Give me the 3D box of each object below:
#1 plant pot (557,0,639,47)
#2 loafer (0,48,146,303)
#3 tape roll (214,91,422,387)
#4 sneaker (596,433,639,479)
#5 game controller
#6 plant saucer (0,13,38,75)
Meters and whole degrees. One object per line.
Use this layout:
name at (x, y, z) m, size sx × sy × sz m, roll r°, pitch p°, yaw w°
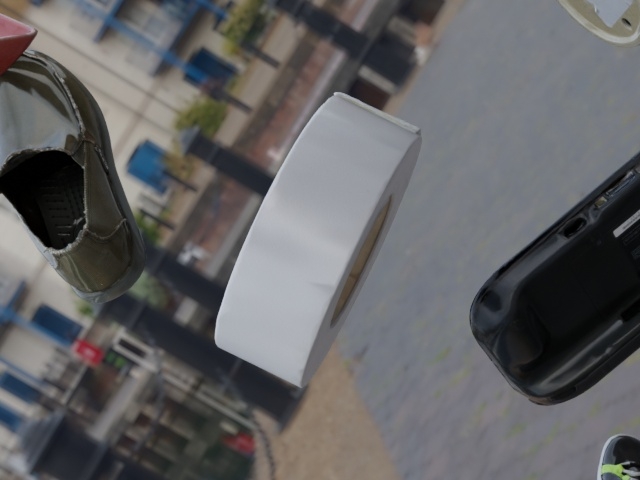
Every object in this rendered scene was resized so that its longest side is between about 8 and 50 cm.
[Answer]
plant pot at (0.316, -0.292, 1.193) m, size 0.274 × 0.256 × 0.256 m, roll -41°, pitch 3°, yaw -13°
loafer at (-0.218, -0.068, 1.172) m, size 0.094 × 0.251 × 0.087 m, roll -34°, pitch -27°, yaw 4°
tape roll at (0.000, 0.000, 1.456) m, size 0.286 × 0.100 × 0.286 m, roll -63°, pitch -8°, yaw -15°
sneaker at (0.358, 0.294, 1.560) m, size 0.097 × 0.084 × 0.234 m, roll 101°, pitch 171°, yaw -45°
game controller at (0.264, 0.000, 1.159) m, size 0.319 × 0.166 × 0.067 m, roll -40°, pitch 36°, yaw 0°
plant saucer at (-0.380, -0.143, 1.060) m, size 0.258 × 0.259 × 0.047 m, roll -16°, pitch -62°, yaw -37°
